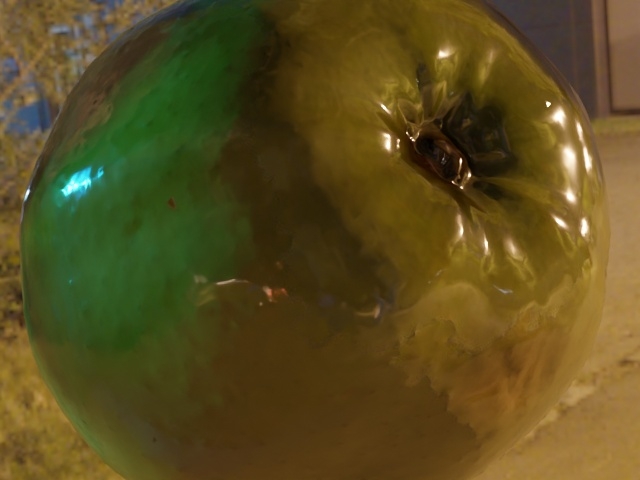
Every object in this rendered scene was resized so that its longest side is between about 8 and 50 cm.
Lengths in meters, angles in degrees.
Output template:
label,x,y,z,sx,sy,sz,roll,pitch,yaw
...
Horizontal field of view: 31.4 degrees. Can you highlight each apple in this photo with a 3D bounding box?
label,x,y,z,sx,sy,sz,roll,pitch,yaw
apple,0.000,0.000,0.884,0.473,0.474,0.473,-6,11,1
